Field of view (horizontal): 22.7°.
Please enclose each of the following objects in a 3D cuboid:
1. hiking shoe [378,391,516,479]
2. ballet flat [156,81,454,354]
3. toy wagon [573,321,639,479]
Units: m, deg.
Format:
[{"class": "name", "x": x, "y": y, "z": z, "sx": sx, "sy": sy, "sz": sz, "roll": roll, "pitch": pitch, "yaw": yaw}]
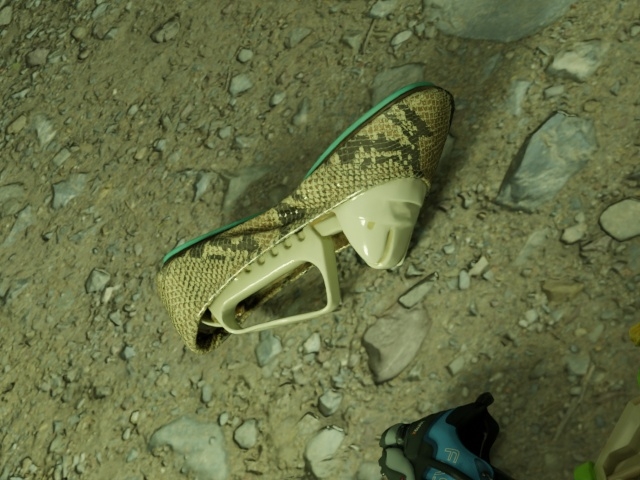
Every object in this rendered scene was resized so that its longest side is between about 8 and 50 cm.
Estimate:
[{"class": "hiking shoe", "x": 0.144, "y": 0.289, "z": 1.658, "sx": 0.132, "sy": 0.113, "sz": 0.304, "roll": -30, "pitch": 42, "yaw": 18}, {"class": "ballet flat", "x": 0.000, "y": 0.000, "z": 2.022, "sx": 0.483, "sy": 0.164, "sz": 0.182, "roll": -34, "pitch": 62, "yaw": 22}, {"class": "toy wagon", "x": 0.381, "y": 0.213, "z": 1.556, "sx": 0.267, "sy": 0.068, "sz": 0.344, "roll": -28, "pitch": 42, "yaw": 20}]
